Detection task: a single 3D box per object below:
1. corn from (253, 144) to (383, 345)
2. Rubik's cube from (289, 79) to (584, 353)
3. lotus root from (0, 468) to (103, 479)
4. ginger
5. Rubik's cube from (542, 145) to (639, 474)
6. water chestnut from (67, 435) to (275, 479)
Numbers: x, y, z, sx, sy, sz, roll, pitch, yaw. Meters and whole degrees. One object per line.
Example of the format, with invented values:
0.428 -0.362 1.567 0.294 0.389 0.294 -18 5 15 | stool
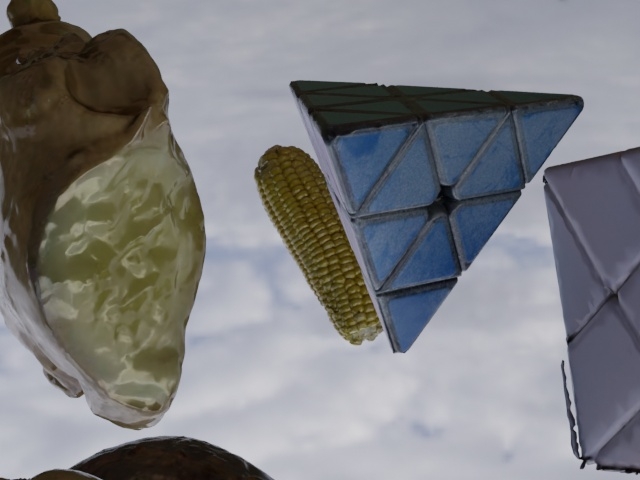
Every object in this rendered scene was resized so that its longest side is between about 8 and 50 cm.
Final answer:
0.000 0.000 1.329 0.067 0.206 0.067 -25 163 -8 | corn
0.040 -0.023 0.910 0.211 0.190 0.178 1 176 24 | Rubik's cube
-0.090 0.127 0.558 0.152 0.063 0.072 32 -142 33 | lotus root
-0.092 -0.014 0.517 0.074 0.137 0.213 -1 -165 -23 | ginger
0.313 0.032 0.988 0.225 0.231 0.221 -7 179 -30 | Rubik's cube
-0.149 0.344 1.365 0.350 0.350 0.302 -3 -174 2 | water chestnut
